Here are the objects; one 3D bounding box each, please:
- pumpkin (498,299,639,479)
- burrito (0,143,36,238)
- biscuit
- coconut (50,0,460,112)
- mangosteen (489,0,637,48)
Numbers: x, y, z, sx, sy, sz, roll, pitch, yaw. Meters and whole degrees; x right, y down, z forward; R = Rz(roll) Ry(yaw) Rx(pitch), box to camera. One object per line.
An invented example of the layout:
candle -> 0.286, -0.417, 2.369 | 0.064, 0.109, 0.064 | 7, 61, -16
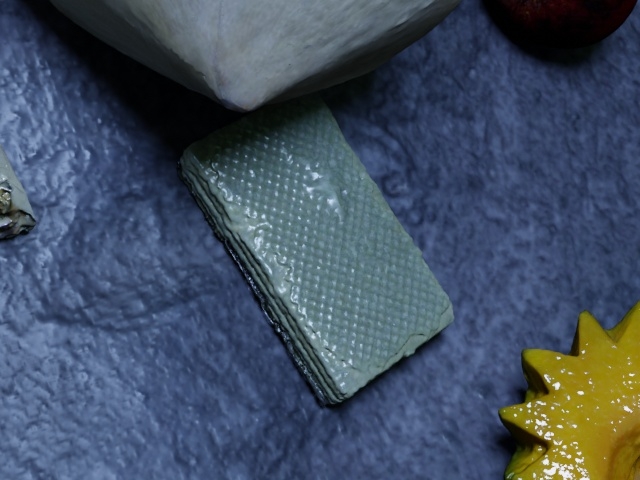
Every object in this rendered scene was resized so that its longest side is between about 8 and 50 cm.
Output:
pumpkin -> 0.198, 0.185, 0.986 | 0.130, 0.149, 0.254 | -10, 62, 7
burrito -> -0.236, -0.083, 0.882 | 0.045, 0.041, 0.185 | -29, 86, 9
biscuit -> 0.000, 0.000, 0.971 | 0.121, 0.040, 0.199 | -31, 86, -35
coconut -> -0.045, -0.219, 0.890 | 0.329, 0.329, 0.329 | 10, 67, -24
mangosteen -> 0.193, -0.216, 1.115 | 0.140, 0.140, 0.140 | 10, 67, -24
